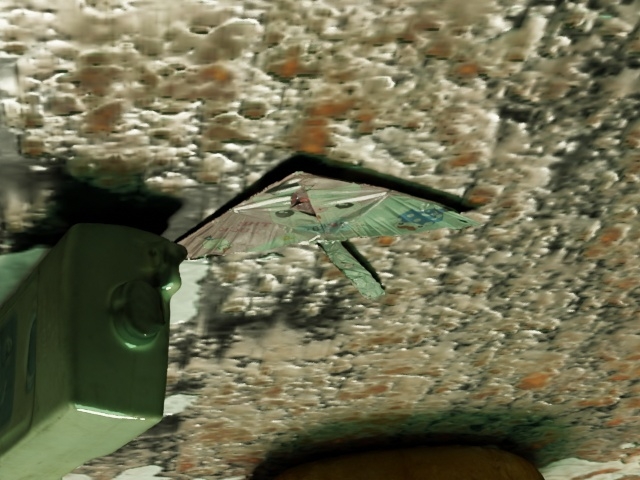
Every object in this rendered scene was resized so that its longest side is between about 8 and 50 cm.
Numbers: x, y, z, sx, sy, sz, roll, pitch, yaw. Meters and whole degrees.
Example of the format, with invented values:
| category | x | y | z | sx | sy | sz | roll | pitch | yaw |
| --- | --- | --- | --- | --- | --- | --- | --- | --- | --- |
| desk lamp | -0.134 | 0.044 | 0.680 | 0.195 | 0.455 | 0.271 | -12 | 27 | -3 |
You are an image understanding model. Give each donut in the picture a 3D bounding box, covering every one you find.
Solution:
| category | x | y | z | sx | sy | sz | roll | pitch | yaw |
| --- | --- | --- | --- | --- | --- | --- | --- | --- | --- |
| donut | 0.048 | 0.206 | 1.039 | 0.227 | 0.113 | 0.226 | -5 | 157 | -2 |

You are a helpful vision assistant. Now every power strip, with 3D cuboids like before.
| category | x | y | z | sx | sy | sz | roll | pitch | yaw |
| --- | --- | --- | --- | --- | --- | --- | --- | --- | --- |
| power strip | -0.137 | 0.075 | 0.739 | 0.048 | 0.080 | 0.286 | 13 | 153 | -24 |

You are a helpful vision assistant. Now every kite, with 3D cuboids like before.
| category | x | y | z | sx | sy | sz | roll | pitch | yaw |
| --- | --- | --- | --- | --- | --- | --- | --- | --- | --- |
| kite | 0.000 | 0.001 | 0.681 | 0.137 | 0.005 | 0.152 | -5 | 157 | 6 |
